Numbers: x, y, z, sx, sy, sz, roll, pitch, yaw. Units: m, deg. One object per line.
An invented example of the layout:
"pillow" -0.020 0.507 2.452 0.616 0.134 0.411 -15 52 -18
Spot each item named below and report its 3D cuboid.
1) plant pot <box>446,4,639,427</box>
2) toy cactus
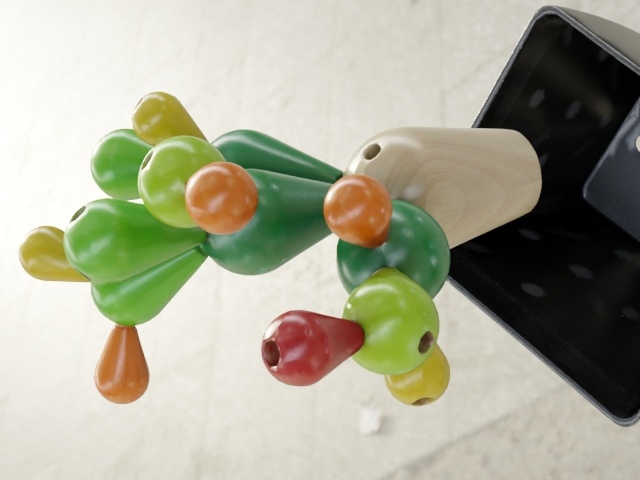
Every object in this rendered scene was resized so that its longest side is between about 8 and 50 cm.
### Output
"plant pot" 0.203 -0.028 0.887 0.188 0.167 0.187 40 121 22
"toy cactus" 0.000 0.000 0.495 0.219 0.180 0.112 13 112 60
